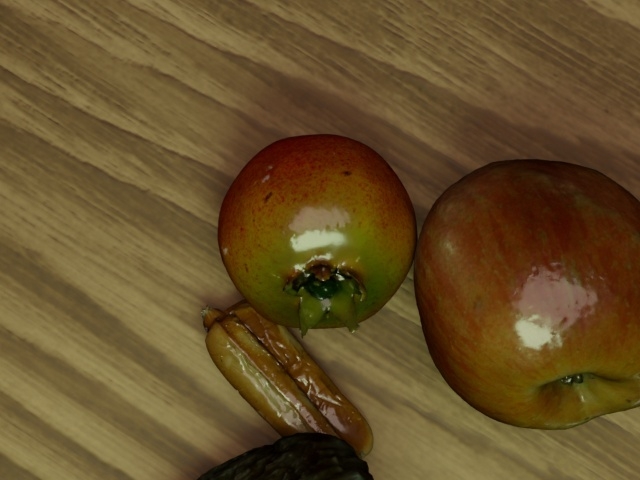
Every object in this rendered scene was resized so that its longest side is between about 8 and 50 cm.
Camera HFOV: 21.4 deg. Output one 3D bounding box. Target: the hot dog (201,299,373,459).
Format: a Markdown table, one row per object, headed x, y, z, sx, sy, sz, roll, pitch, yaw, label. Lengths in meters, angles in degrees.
| x | y | z | sx | sy | sz | roll | pitch | yaw | label |
| --- | --- | --- | --- | --- | --- | --- | --- | --- | --- |
| -0.044 | 0.164 | 1.907 | 0.249 | 0.076 | 0.102 | 47 | 46 | 3 | hot dog |

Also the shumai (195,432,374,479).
| x | y | z | sx | sy | sz | roll | pitch | yaw | label |
| --- | --- | --- | --- | --- | --- | --- | --- | --- | --- |
| -0.014 | 0.423 | 1.758 | 0.395 | 0.395 | 0.348 | -44 | 107 | -6 | shumai |

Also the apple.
| x | y | z | sx | sy | sz | roll | pitch | yaw | label |
| --- | --- | --- | --- | --- | --- | --- | --- | --- | --- |
| 0.254 | 0.067 | 1.809 | 0.301 | 0.301 | 0.302 | 0 | 82 | -1 | apple |

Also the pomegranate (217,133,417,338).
| x | y | z | sx | sy | sz | roll | pitch | yaw | label |
| --- | --- | --- | --- | --- | --- | --- | --- | --- | --- |
| 0.000 | 0.000 | 1.845 | 0.220 | 0.221 | 0.257 | -11 | 38 | -3 | pomegranate |
